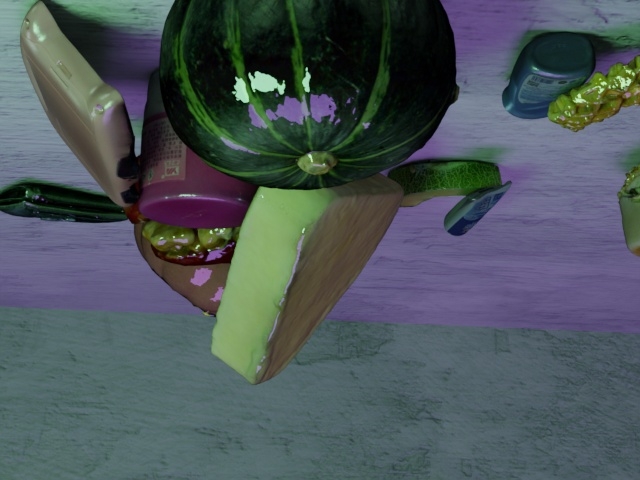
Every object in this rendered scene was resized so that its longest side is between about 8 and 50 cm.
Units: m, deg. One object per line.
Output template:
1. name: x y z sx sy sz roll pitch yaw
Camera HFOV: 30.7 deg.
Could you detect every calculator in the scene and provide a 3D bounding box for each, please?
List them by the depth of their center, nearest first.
1. calculator: -0.306 -0.154 1.498 0.048 0.220 0.330 -38 166 -17

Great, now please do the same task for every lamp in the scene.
1. lamp: -0.177 -0.004 2.053 0.305 0.240 0.305 39 180 0

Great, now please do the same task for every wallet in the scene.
1. wallet: -0.493 -0.061 2.236 0.236 0.055 0.160 11 170 -39

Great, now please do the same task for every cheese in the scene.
1. cheese: 0.000 0.001 1.705 0.104 0.384 0.384 33 174 15

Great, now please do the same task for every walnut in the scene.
1. walnut: -0.164 -0.053 1.798 0.269 0.244 0.222 -18 125 7

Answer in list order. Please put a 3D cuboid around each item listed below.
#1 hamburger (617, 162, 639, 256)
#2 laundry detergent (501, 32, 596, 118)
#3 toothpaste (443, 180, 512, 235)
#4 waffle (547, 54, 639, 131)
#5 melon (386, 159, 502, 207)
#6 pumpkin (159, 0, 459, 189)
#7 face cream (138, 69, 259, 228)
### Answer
1. hamburger: 0.637 -0.057 1.920 0.301 0.170 0.302 2 171 0
2. laundry detergent: 0.292 -0.206 1.536 0.096 0.061 0.206 -8 167 -6
3. toothpaste: 0.259 -0.053 2.005 0.069 0.047 0.268 8 166 -6
4. waffle: 0.388 -0.190 1.484 0.194 0.051 0.149 -28 166 29
5. melon: 0.205 -0.099 2.004 0.209 0.064 0.118 -3 165 7
6. pumpkin: -0.012 -0.185 1.260 0.323 0.241 0.323 -2 168 0
7. face cream: -0.162 -0.128 1.616 0.175 0.195 0.175 0 167 0
